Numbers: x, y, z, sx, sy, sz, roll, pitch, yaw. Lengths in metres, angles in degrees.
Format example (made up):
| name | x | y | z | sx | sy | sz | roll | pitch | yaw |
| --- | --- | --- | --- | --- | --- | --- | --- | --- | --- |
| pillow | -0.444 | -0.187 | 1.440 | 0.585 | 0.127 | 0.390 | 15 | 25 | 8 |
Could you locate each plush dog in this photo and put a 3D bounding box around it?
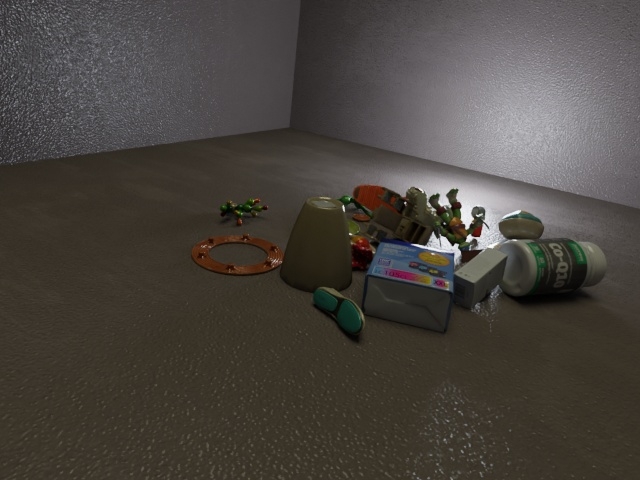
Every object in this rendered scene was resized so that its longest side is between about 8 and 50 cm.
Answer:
| name | x | y | z | sx | sy | sz | roll | pitch | yaw |
| --- | --- | --- | --- | --- | --- | --- | --- | --- | --- |
| plush dog | 0.463 | -0.109 | 2.267 | 0.262 | 0.211 | 0.225 | 26 | 4 | -7 |

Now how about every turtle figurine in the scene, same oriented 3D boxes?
| name | x | y | z | sx | sy | sz | roll | pitch | yaw |
| --- | --- | --- | --- | --- | --- | --- | --- | --- | --- |
| turtle figurine | 0.567 | -0.097 | 2.038 | 0.274 | 0.197 | 0.266 | 21 | 44 | -59 |

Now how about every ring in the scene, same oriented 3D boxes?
| name | x | y | z | sx | sy | sz | roll | pitch | yaw |
| --- | --- | --- | --- | --- | --- | --- | --- | --- | --- |
| ring | -0.301 | 0.040 | 1.807 | 0.336 | 0.032 | 0.337 | 7 | 21 | -3 |

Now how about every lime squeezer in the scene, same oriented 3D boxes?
| name | x | y | z | sx | sy | sz | roll | pitch | yaw |
| --- | --- | --- | --- | --- | --- | --- | --- | --- | --- |
| lime squeezer | 0.142 | -0.178 | 2.471 | 0.310 | 0.059 | 0.110 | 19 | 55 | 24 |

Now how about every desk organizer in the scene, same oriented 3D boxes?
| name | x | y | z | sx | sy | sz | roll | pitch | yaw |
| --- | --- | --- | --- | --- | --- | --- | --- | --- | --- |
| desk organizer | 0.641 | 0.065 | 2.005 | 0.130 | 0.050 | 0.047 | -5 | -14 | 11 |

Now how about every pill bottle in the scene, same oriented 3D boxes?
| name | x | y | z | sx | sy | sz | roll | pitch | yaw |
| --- | --- | --- | --- | --- | --- | --- | --- | --- | --- |
| pill bottle | 0.839 | 0.093 | 1.795 | 0.360 | 0.204 | 0.204 | -2 | 24 | -20 |

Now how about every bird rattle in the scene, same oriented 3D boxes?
| name | x | y | z | sx | sy | sz | roll | pitch | yaw |
| --- | --- | --- | --- | --- | --- | --- | --- | --- | --- |
| bird rattle | 0.139 | 0.016 | 1.889 | 0.253 | 0.143 | 0.206 | 30 | 15 | 38 |

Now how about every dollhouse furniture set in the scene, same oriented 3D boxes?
| name | x | y | z | sx | sy | sz | roll | pitch | yaw |
| --- | --- | --- | --- | --- | --- | --- | --- | --- | --- |
| dollhouse furniture set | 0.324 | -0.065 | 2.029 | 0.242 | 0.212 | 0.161 | 24 | 5 | -40 |

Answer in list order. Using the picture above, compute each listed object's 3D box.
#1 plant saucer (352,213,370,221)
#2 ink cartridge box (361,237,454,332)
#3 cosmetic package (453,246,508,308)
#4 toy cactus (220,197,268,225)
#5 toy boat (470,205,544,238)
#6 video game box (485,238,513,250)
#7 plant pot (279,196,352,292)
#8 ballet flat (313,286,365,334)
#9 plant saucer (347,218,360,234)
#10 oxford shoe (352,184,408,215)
| name | x | y | z | sx | sy | sz | roll | pitch | yaw |
| --- | --- | --- | --- | --- | --- | --- | --- | --- | --- |
| plant saucer | 0.194 | -0.107 | 2.341 | 0.083 | 0.013 | 0.083 | 7 | 23 | -3 |
| ink cartridge box | 0.303 | 0.122 | 1.644 | 0.269 | 0.151 | 0.395 | 12 | 21 | 11 |
| cosmetic package | 0.548 | 0.126 | 1.691 | 0.231 | 0.117 | 0.085 | -29 | 41 | -35 |
| toy cactus | -0.358 | -0.131 | 2.154 | 0.219 | 0.112 | 0.180 | -17 | 14 | -41 |
| toy boat | 0.841 | -0.081 | 2.228 | 0.318 | 0.148 | 0.267 | 5 | -11 | 24 |
| video game box | 0.828 | 0.059 | 2.084 | 0.205 | 0.048 | 0.187 | -13 | 32 | -41 |
| plant pot | 0.000 | 0.000 | 1.676 | 0.256 | 0.274 | 0.256 | 6 | 23 | -3 |
| ballet flat | 0.073 | 0.206 | 1.466 | 0.086 | 0.086 | 0.248 | -8 | 25 | -32 |
| plant saucer | 0.050 | -0.051 | 2.129 | 0.240 | 0.037 | 0.241 | 7 | 22 | -3 |
| oxford shoe | 0.330 | -0.182 | 2.440 | 0.363 | 0.130 | 0.133 | 18 | -1 | -3 |
